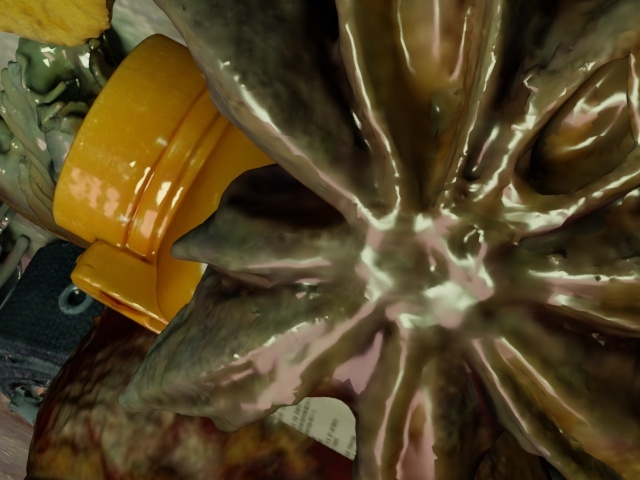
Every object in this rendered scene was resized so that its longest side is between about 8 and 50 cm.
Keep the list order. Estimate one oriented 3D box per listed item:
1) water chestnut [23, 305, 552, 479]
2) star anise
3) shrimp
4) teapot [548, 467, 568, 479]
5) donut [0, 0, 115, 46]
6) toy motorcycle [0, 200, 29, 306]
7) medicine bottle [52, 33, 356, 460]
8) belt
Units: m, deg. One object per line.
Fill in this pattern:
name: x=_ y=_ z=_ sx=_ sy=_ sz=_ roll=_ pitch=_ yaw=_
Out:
water chestnut: x=0.006 y=0.155 z=0.961 sx=0.350 sy=0.302 sz=0.350 roll=37 pitch=138 yaw=42
star anise: x=0.039 y=-0.010 z=0.619 sx=0.315 sy=0.108 sz=0.315 roll=7 pitch=119 yaw=13
shrimp: x=-0.173 y=-0.064 z=0.999 sx=0.287 sy=0.068 sz=0.185 roll=22 pitch=155 yaw=46
teapot: x=0.134 y=0.253 z=1.110 sx=0.222 sy=0.178 sz=0.163 roll=23 pitch=157 yaw=16
donut: x=-0.159 y=-0.165 z=0.733 sx=0.190 sy=0.074 sz=0.174 roll=29 pitch=157 yaw=-7
toy motorcycle: x=-0.254 y=-0.003 z=1.186 sx=0.122 sy=0.080 sz=0.215 roll=36 pitch=156 yaw=-9
medicine bottle: x=0.000 y=0.000 z=0.778 sx=0.222 sy=0.149 sz=0.112 roll=28 pitch=156 yaw=6
belt: x=-0.142 y=0.084 z=1.161 sx=0.218 sy=0.128 sz=0.122 roll=11 pitch=150 yaw=38
